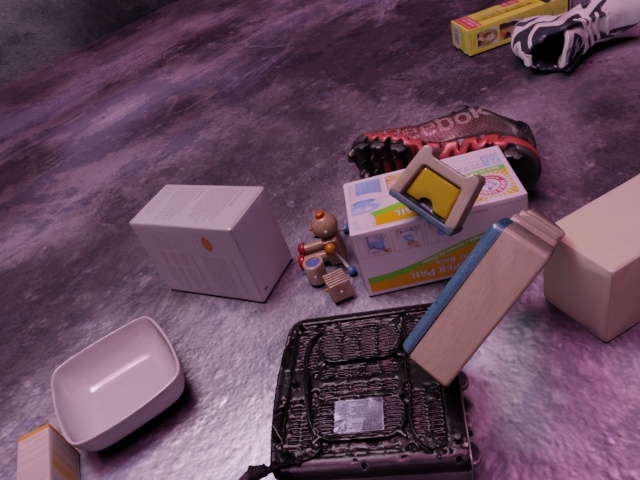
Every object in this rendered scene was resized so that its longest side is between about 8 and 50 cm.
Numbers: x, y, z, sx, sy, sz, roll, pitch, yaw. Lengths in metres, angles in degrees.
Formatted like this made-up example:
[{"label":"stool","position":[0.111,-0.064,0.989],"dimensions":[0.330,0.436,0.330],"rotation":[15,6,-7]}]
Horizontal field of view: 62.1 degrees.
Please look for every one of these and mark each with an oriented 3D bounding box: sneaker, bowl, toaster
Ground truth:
[{"label":"sneaker","position":[0.181,-0.134,0.781],"dimensions":[0.276,0.097,0.135],"rotation":[6,45,26]},{"label":"sneaker","position":[0.463,-0.361,0.939],"dimensions":[0.235,0.094,0.153],"rotation":[-5,41,18]},{"label":"bowl","position":[-0.230,0.170,0.623],"dimensions":[0.142,0.053,0.142],"rotation":[-33,39,-16]},{"label":"toaster","position":[0.042,0.154,0.478],"dimensions":[0.186,0.110,0.168],"rotation":[-10,38,12]}]

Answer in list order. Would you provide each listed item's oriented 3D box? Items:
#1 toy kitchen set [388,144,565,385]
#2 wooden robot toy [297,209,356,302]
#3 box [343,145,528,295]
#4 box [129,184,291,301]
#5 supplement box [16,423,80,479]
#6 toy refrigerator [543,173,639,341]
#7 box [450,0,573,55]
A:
[{"label":"toy kitchen set","position":[0.105,0.001,0.479],"dimensions":[0.166,0.122,0.207],"rotation":[38,21,19]},{"label":"wooden robot toy","position":[0.000,0.000,0.710],"dimensions":[0.076,0.079,0.173],"rotation":[-14,38,7]},{"label":"box","position":[0.140,-0.024,0.658],"dimensions":[0.203,0.103,0.114],"rotation":[-14,38,7]},{"label":"box","position":[-0.147,0.001,0.731],"dimensions":[0.171,0.130,0.091],"rotation":[4,43,27]},{"label":"supplement box","position":[-0.276,0.247,0.542],"dimensions":[0.036,0.062,0.098],"rotation":[-27,38,-11]},{"label":"toy refrigerator","position":[0.366,-0.018,0.556],"dimensions":[0.270,0.102,0.094],"rotation":[-29,39,-11]},{"label":"box","position":[0.400,-0.462,1.116],"dimensions":[0.232,0.058,0.087],"rotation":[-20,38,0]}]
